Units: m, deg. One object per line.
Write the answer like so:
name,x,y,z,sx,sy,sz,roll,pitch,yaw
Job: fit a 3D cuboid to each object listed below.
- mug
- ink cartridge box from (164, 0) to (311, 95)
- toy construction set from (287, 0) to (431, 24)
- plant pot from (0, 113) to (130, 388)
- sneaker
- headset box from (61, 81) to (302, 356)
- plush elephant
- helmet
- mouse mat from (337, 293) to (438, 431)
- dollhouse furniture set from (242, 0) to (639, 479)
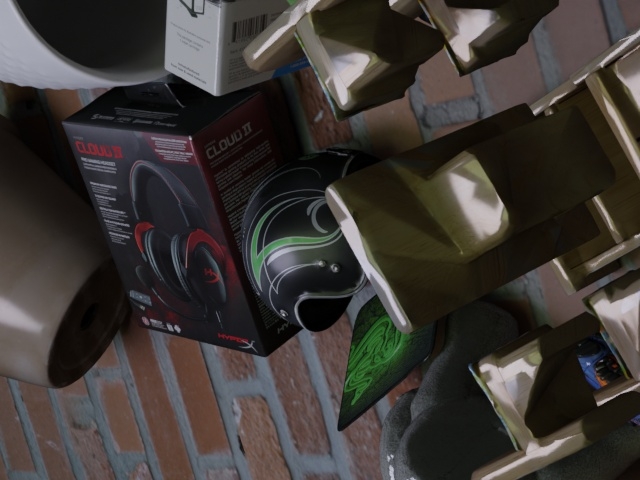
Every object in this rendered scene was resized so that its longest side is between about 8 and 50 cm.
mug,-0.318,-0.326,1.785,0.328,0.276,0.374,4,143,53
ink cartridge box,-0.067,-0.260,1.680,0.086,0.148,0.203,30,127,37
toy construction set,0.039,-0.306,1.476,0.309,0.237,0.257,51,137,18
plant pot,-0.380,0.027,2.068,0.280,0.323,0.323,27,128,16
sneaker,0.265,0.116,1.490,0.087,0.083,0.221,58,-175,-13
headset box,-0.136,-0.041,1.848,0.218,0.110,0.293,10,127,44
plush elephant,0.166,0.271,1.614,0.272,0.330,0.255,22,142,31
helmet,0.000,0.000,1.723,0.161,0.169,0.169,-22,91,34
mouse mat,0.071,0.092,1.724,0.007,0.153,0.190,23,141,-17
dollhouse furniture set,0.152,-0.033,1.364,0.256,0.394,0.362,-36,81,49
